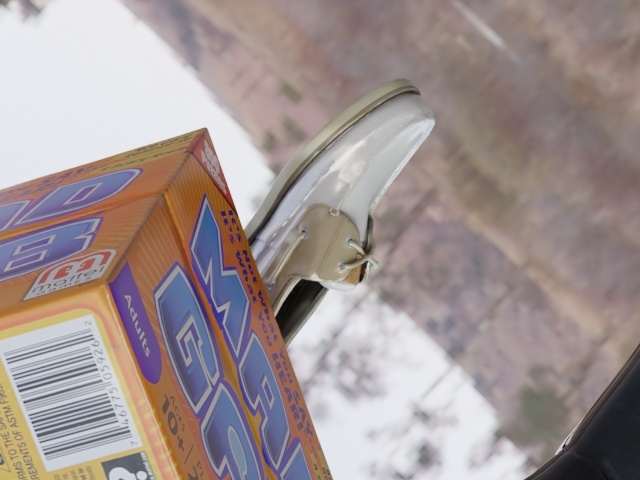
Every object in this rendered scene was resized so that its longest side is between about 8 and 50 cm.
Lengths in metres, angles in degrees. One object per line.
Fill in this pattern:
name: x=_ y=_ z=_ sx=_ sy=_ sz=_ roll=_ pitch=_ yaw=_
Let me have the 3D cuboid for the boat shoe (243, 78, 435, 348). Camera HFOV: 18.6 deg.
boat shoe: x=0.000 y=0.000 z=1.642 sx=0.103 sy=0.302 sz=0.113 roll=49 pitch=-160 yaw=21

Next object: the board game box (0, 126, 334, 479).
board game box: x=-0.215 y=0.175 z=1.402 sx=0.356 sy=0.356 sz=0.357 roll=-71 pitch=-36 yaw=-70

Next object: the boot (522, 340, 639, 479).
boot: x=0.160 y=0.173 z=0.942 sx=0.094 sy=0.207 sz=0.246 roll=18 pitch=137 yaw=45
